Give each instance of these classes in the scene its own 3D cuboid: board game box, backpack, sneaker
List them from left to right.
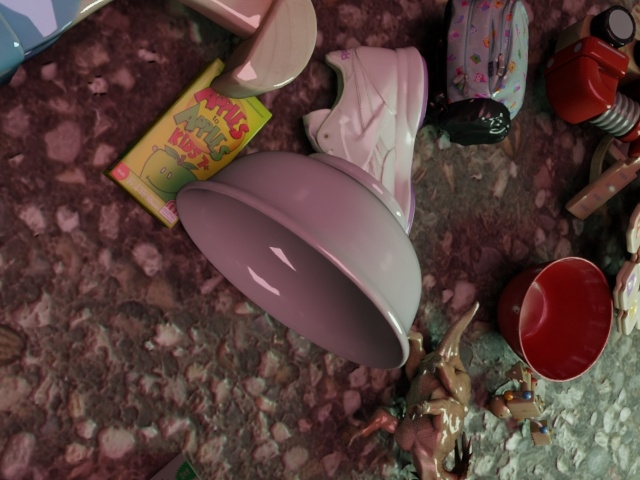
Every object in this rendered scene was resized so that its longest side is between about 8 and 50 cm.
[{"bbox_3d":[-0.151,-0.112,0.799,0.092,0.043,0.181,45,76,-23],"label":"board game box"},{"bbox_3d":[0.047,-0.095,0.882,0.152,0.114,0.304,5,95,-6],"label":"sneaker"},{"bbox_3d":[0.209,-0.224,0.902,0.115,0.152,0.181,4,85,17],"label":"backpack"}]

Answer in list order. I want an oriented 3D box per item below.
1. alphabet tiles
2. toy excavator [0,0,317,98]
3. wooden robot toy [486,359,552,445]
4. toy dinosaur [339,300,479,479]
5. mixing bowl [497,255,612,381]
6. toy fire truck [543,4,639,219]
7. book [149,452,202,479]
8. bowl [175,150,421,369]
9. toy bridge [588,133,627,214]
[{"bbox_3d":[0.529,0.007,1.088,0.284,0.021,0.278,-51,138,-22],"label":"alphabet tiles"},{"bbox_3d":[-0.263,-0.250,0.630,0.445,0.222,0.432,-39,110,-19],"label":"toy excavator"},{"bbox_3d":[0.293,0.246,1.055,0.173,0.079,0.076,58,28,-34],"label":"wooden robot toy"},{"bbox_3d":[0.164,0.236,0.955,0.200,0.127,0.295,36,67,-32],"label":"toy dinosaur"},{"bbox_3d":[0.331,0.108,1.030,0.182,0.098,0.181,-3,97,-27],"label":"mixing bowl"},{"bbox_3d":[0.418,-0.173,1.018,0.217,0.158,0.246,23,75,-17],"label":"toy fire truck"},{"bbox_3d":[-0.196,0.320,0.793,0.144,0.096,0.035,-41,111,-17],"label":"book"},{"bbox_3d":[0.000,0.000,0.756,0.298,0.298,0.134,47,68,-23],"label":"bowl"},{"bbox_3d":[0.471,-0.135,1.114,0.063,0.026,0.188,36,80,-24],"label":"toy bridge"}]
